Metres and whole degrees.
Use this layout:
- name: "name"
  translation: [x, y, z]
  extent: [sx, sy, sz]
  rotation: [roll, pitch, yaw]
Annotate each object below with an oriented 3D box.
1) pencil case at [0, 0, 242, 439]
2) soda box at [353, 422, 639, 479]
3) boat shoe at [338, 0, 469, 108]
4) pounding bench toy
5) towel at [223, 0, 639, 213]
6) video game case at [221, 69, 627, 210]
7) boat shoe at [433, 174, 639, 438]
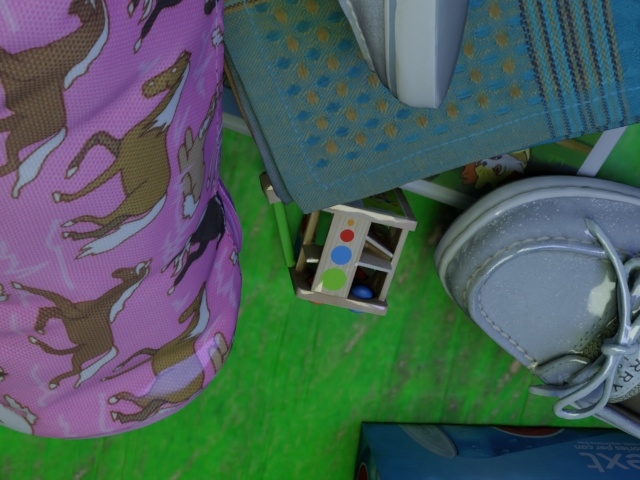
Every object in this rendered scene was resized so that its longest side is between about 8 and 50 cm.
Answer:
- name: "pencil case"
  translation: [-0.111, -0.057, 0.445]
  extent: [0.167, 0.160, 0.386]
  rotation: [18, 149, 6]
- name: "soda box"
  translation: [0.128, 0.160, 0.710]
  extent: [0.210, 0.071, 0.067]
  rotation: [4, 113, -10]
- name: "boat shoe"
  translation: [0.010, -0.147, 0.415]
  extent: [0.081, 0.079, 0.227]
  rotation: [6, 137, 19]
- name: "pounding bench toy"
  translation: [0.000, 0.000, 0.631]
  extent: [0.083, 0.052, 0.065]
  rotation: [13, 112, -13]
- name: "towel"
  translation: [0.057, -0.181, 0.452]
  extent: [0.272, 0.040, 0.370]
  rotation: [-14, 132, 10]
- name: "video game case"
  translation: [0.039, -0.168, 0.538]
  extent: [0.329, 0.036, 0.300]
  rotation: [18, 123, -16]
- name: "boat shoe"
  translation: [0.203, 0.068, 0.647]
  extent: [0.320, 0.103, 0.118]
  rotation: [31, 115, -26]
